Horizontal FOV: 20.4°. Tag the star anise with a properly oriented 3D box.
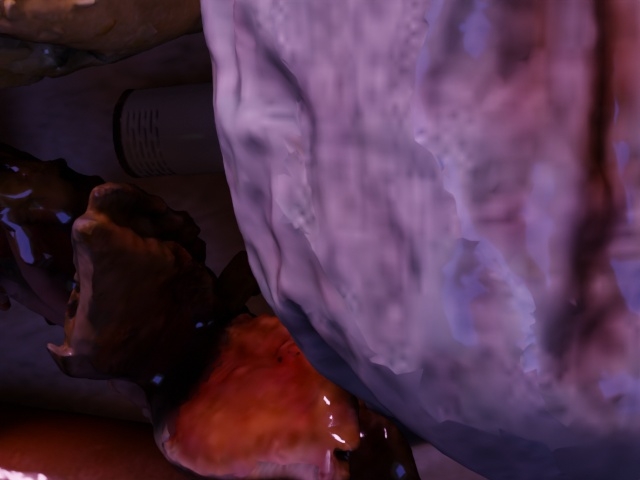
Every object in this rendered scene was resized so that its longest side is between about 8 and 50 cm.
[{"bbox_3d":[-0.058,0.036,0.723,0.288,0.288,0.088,40,85,-15],"label":"star anise"}]

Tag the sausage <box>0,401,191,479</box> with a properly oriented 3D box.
[{"bbox_3d":[-0.148,0.130,0.914,0.300,0.089,0.083,9,140,10],"label":"sausage"}]

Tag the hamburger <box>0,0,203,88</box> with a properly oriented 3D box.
[{"bbox_3d":[-0.154,-0.155,0.608,0.309,0.211,0.132,27,135,-7],"label":"hamburger"}]

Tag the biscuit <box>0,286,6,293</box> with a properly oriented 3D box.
[{"bbox_3d":[-0.309,-0.012,0.783,0.359,0.046,0.359,-5,123,-7],"label":"biscuit"}]

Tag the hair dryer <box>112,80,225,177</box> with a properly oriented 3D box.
[{"bbox_3d":[0.008,0.001,0.798,0.155,0.044,0.183,-3,132,23],"label":"hair dryer"}]

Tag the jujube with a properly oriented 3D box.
[{"bbox_3d":[0.082,-0.077,0.573,0.246,0.215,0.308,3,101,-8],"label":"jujube"}]
